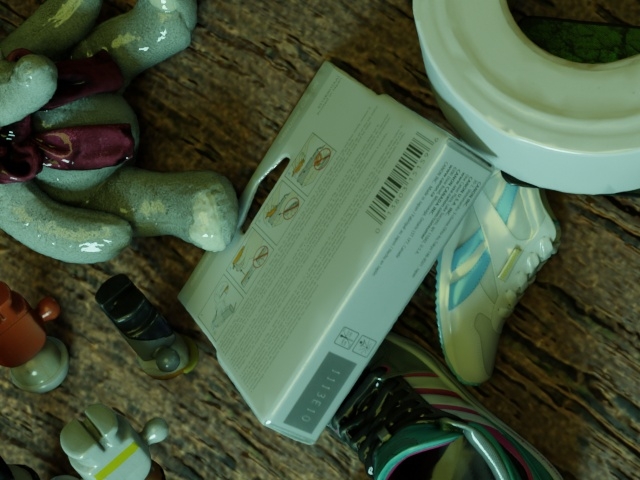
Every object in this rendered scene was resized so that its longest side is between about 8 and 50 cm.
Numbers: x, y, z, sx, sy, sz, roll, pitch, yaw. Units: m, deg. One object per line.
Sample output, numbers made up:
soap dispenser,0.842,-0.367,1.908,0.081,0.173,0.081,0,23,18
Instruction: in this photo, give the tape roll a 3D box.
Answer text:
tape roll,0.218,-0.185,0.990,0.286,0.100,0.286,-3,73,9

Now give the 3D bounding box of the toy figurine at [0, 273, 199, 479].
toy figurine,-0.225,0.146,1.122,0.209,0.148,0.213,-6,54,14

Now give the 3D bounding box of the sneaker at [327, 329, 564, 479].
sneaker,0.064,0.165,1.030,0.295,0.178,0.124,34,99,18

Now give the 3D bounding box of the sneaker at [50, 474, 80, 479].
sneaker,-0.260,0.324,1.188,0.071,0.083,0.191,-5,88,17

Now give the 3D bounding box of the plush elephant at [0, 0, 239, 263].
plush elephant,-0.272,-0.114,1.103,0.330,0.255,0.272,-9,81,20

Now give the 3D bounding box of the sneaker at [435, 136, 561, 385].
sneaker,0.152,0.012,1.055,0.092,0.087,0.229,8,93,16

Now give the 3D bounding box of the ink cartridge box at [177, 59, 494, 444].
ink cartridge box,0.000,0.000,1.082,0.275,0.060,0.239,-57,31,8

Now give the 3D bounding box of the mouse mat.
mouse mat,0.248,-0.108,1.026,0.189,0.007,0.153,5,75,7
